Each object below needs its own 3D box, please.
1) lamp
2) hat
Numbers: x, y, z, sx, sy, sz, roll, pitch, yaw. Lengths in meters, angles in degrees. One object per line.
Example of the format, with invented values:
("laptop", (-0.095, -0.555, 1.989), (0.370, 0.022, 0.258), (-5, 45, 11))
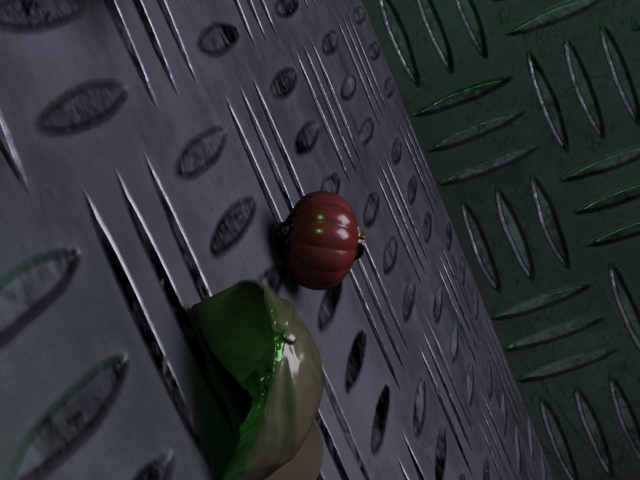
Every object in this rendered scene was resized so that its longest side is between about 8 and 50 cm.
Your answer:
("lamp", (0.000, 0.000, 1.399), (0.107, 0.092, 0.108), (-173, -90, -80))
("hat", (-0.019, 0.129, 1.064), (0.173, 0.144, 0.166), (21, 48, -44))
